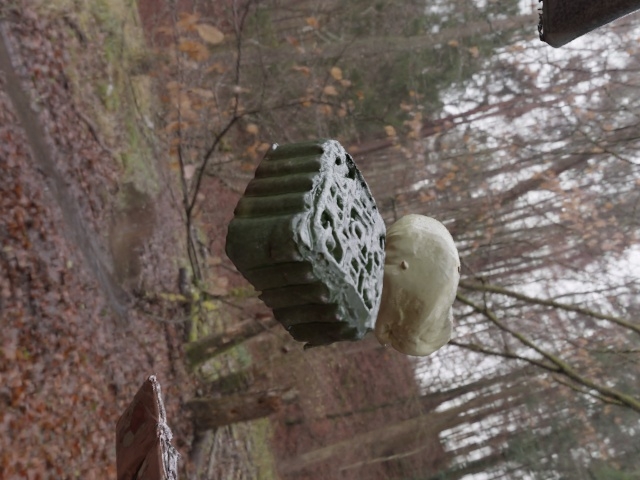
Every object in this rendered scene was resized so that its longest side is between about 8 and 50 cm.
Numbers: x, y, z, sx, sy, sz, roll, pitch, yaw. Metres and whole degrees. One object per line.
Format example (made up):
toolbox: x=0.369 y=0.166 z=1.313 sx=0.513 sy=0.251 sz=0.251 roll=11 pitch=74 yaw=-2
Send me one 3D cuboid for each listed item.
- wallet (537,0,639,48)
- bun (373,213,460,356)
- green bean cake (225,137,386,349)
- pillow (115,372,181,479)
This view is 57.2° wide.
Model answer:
wallet: x=0.244 y=-0.280 z=0.455 sx=0.167 sy=0.036 sz=0.221 roll=-16 pitch=-110 yaw=51
bun: x=0.137 y=0.073 z=0.925 sx=0.229 sy=0.145 sz=0.229 roll=-9 pitch=90 yaw=-90
green bean cake: x=0.000 y=0.000 z=0.618 sx=0.181 sy=0.094 sz=0.173 roll=59 pitch=32 yaw=-34
pillow: x=-0.258 y=0.320 z=0.872 sx=0.135 sy=0.049 sz=0.248 roll=-58 pitch=-145 yaw=18
